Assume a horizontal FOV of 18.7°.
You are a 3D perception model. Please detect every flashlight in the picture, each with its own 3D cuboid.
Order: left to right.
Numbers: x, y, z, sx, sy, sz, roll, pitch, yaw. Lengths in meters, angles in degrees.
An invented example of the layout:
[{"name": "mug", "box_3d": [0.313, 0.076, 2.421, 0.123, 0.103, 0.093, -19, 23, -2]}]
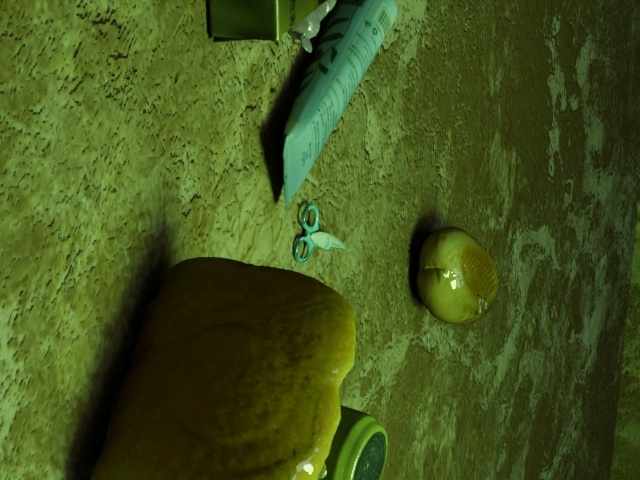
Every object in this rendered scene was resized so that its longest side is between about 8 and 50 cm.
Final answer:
[{"name": "flashlight", "box_3d": [-0.011, -0.207, 1.768, 0.052, 0.031, 0.110, 64, 24, -15]}]

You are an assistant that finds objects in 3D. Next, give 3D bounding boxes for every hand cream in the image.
[{"name": "hand cream", "box_3d": [0.012, -0.153, 1.822, 0.091, 0.058, 0.271, 92, 18, -53]}]

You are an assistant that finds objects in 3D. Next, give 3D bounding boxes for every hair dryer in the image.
[{"name": "hair dryer", "box_3d": [-0.053, 0.260, 1.672, 0.279, 0.135, 0.090, -65, 156, -20]}]

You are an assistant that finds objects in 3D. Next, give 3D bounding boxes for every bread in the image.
[{"name": "bread", "box_3d": [-0.071, 0.132, 1.495, 0.121, 0.174, 0.245, 106, 3, -60]}, {"name": "bread", "box_3d": [0.155, 0.044, 2.292, 0.189, 0.077, 0.114, 22, 55, -70]}]

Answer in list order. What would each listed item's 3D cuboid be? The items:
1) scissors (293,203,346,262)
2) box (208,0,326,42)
[{"name": "scissors", "box_3d": [0.000, 0.000, 1.897, 0.119, 0.014, 0.058, 26, 76, -68]}, {"name": "box", "box_3d": [-0.024, -0.272, 1.643, 0.240, 0.071, 0.159, -46, 137, -60]}]
